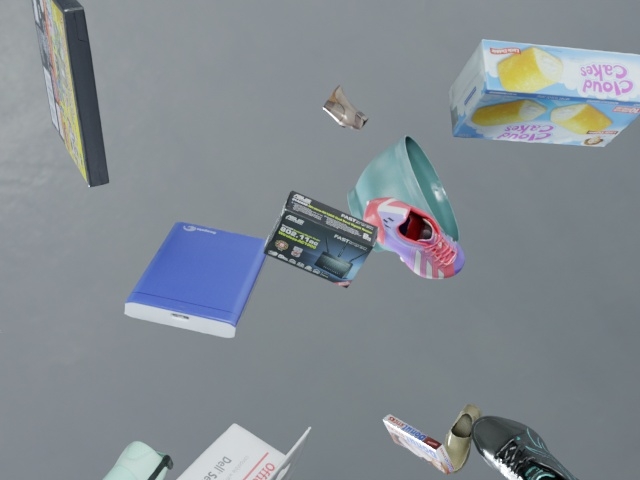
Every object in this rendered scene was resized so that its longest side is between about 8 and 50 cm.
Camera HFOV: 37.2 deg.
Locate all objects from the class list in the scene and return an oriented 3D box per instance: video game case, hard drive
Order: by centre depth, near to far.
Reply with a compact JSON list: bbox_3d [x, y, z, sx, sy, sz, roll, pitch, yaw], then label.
[{"bbox_3d":[-0.385,-0.255,1.448,0.248,0.035,0.274,-133,35,-50],"label":"video game case"},{"bbox_3d":[-0.234,0.070,1.890,0.318,0.210,0.040,-72,-8,-60],"label":"hard drive"}]

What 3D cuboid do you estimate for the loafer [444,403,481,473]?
[{"bbox_3d":[0.280,0.402,1.933,0.056,0.148,0.050,18,-177,28],"label":"loafer"}]

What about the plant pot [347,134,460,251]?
[{"bbox_3d":[0.189,-0.087,2.338,0.293,0.196,0.293,54,-160,-31],"label":"plant pot"}]

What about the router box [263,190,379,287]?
[{"bbox_3d":[0.000,0.000,1.193,0.122,0.038,0.092,22,136,-6],"label":"router box"}]

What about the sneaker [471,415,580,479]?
[{"bbox_3d":[0.364,0.387,1.649,0.267,0.101,0.106,36,177,36],"label":"sneaker"}]

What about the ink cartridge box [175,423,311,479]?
[{"bbox_3d":[-0.153,0.407,1.345,0.119,0.353,0.207,30,-153,12],"label":"ink cartridge box"}]

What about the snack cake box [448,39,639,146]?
[{"bbox_3d":[0.346,-0.221,1.459,0.152,0.264,0.089,118,152,-65],"label":"snack cake box"}]

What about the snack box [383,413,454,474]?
[{"bbox_3d":[0.187,0.390,1.831,0.178,0.022,0.064,18,139,59],"label":"snack box"}]

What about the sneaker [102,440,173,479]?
[{"bbox_3d":[-0.266,0.417,1.485,0.094,0.151,0.256,16,143,22],"label":"sneaker"}]

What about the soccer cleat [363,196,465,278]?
[{"bbox_3d":[0.163,0.003,1.479,0.095,0.083,0.248,8,162,46],"label":"soccer cleat"}]

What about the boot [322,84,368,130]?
[{"bbox_3d":[0.053,-0.253,1.843,0.087,0.118,0.042,30,126,-2],"label":"boot"}]
